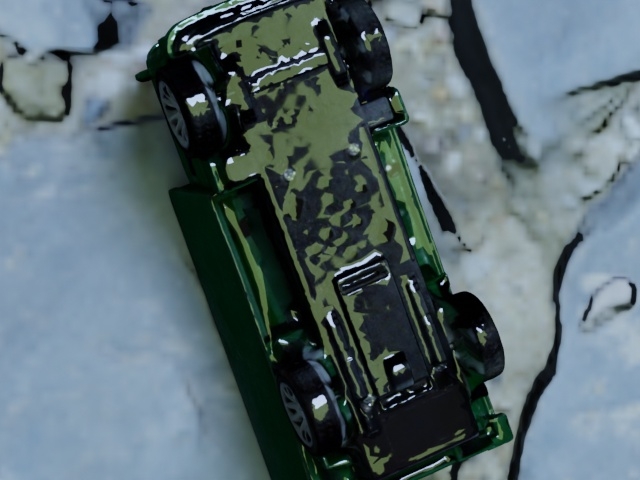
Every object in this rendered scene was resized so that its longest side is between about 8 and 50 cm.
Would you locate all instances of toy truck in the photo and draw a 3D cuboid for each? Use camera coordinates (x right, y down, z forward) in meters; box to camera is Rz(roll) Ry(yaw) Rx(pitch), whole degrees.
[{"bbox_3d":[0.000,0.000,0.519,0.065,0.079,0.147,-23,101,-15],"label":"toy truck"}]
